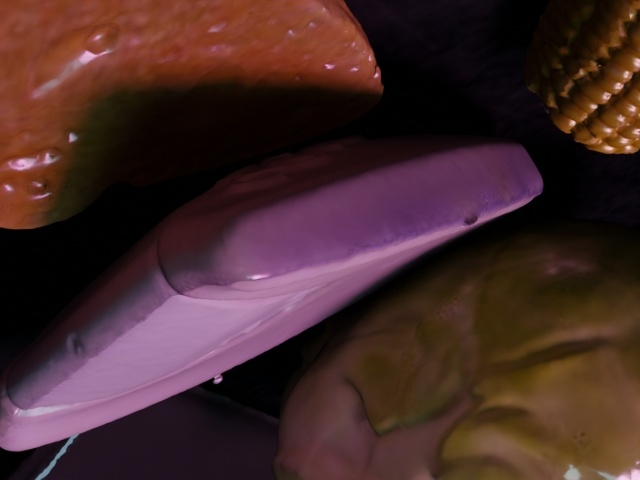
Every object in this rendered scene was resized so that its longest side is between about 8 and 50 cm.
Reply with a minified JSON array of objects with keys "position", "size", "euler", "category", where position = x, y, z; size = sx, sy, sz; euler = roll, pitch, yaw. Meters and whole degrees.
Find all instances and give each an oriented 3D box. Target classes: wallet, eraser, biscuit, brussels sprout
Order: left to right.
[{"position":[-0.073,-0.053,0.346],"size":[0.250,0.035,0.162],"euler":[-1,148,-44],"category":"biscuit"},{"position":[-0.087,0.148,0.677],"size":[0.146,0.030,0.285],"euler":[-50,151,1],"category":"wallet"},{"position":[-0.001,-0.001,0.472],"size":[0.243,0.059,0.204],"euler":[-24,172,-41],"category":"eraser"},{"position":[0.098,0.090,0.594],"size":[0.244,0.244,0.244],"euler":[-23,154,-12],"category":"brussels sprout"}]

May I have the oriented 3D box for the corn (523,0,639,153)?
[{"position":[0.147,-0.118,0.403],"size":[0.080,0.080,0.238],"euler":[-12,153,-32],"category":"corn"}]
